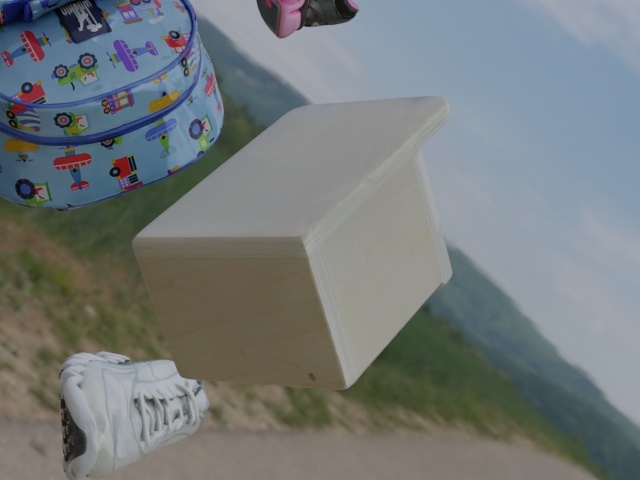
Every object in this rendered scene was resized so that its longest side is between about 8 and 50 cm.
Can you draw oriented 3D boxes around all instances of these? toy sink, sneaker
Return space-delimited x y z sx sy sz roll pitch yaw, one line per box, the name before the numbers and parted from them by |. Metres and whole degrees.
toy sink | 0.000 0.000 1.073 0.153 0.234 0.131 0 -61 33
sneaker | -0.170 0.152 1.311 0.118 0.110 0.292 -1 4 2
sneaker | 0.002 -0.157 0.690 0.057 0.119 0.047 -4 30 -17

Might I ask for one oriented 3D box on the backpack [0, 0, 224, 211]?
backpack | -0.137 -0.106 0.768 0.173 0.158 0.117 55 -25 34
